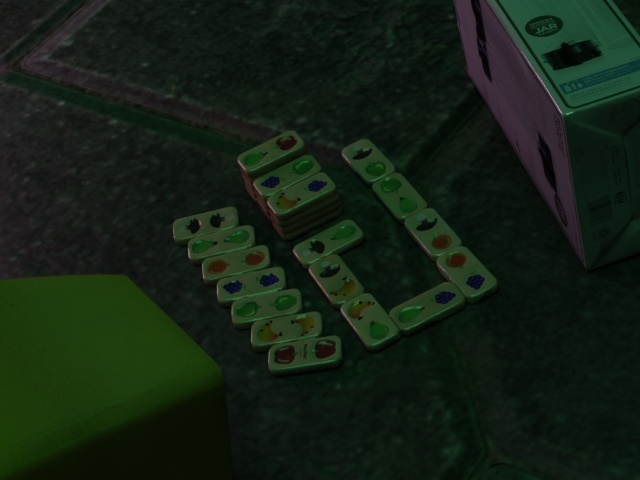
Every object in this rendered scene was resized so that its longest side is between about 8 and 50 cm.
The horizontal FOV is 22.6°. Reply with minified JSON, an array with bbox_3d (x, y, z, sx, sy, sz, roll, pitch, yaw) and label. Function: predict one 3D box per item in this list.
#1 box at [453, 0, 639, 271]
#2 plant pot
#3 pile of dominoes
[{"bbox_3d":[0.193,-0.134,1.302,0.087,0.169,0.290,-20,41,-3],"label":"box"},{"bbox_3d":[-0.176,0.143,1.108,0.187,0.212,0.212,-23,40,-26],"label":"plant pot"},{"bbox_3d":[0.000,0.000,1.315,0.196,0.040,0.251,-27,42,-11],"label":"pile of dominoes"}]
